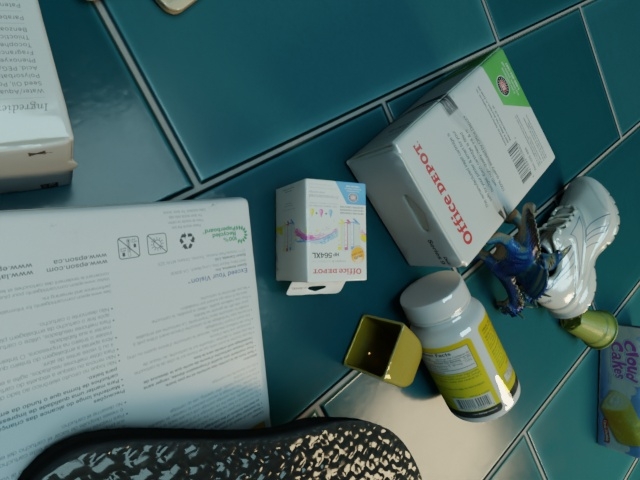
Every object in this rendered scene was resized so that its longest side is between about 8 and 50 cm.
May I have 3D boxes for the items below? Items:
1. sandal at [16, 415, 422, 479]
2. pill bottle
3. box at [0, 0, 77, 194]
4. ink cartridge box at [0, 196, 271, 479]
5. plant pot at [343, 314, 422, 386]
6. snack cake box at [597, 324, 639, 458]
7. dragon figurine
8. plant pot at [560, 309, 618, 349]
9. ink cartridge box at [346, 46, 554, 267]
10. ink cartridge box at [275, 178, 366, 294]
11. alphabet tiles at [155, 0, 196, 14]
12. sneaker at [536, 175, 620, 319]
[{"bbox_3d":[-0.059,0.255,0.442,0.445,0.107,0.168,23,71,-33],"label":"sandal"},{"bbox_3d":[0.211,0.159,0.664,0.119,0.119,0.209,-35,105,-27],"label":"pill bottle"},{"bbox_3d":[-0.307,-0.102,0.341,0.181,0.181,0.119,-15,94,-30],"label":"box"},{"bbox_3d":[-0.194,0.131,0.406,0.324,0.071,0.331,-9,96,-48],"label":"ink cartridge box"},{"bbox_3d":[0.100,0.165,0.624,0.083,0.081,0.081,36,70,-33],"label":"plant pot"},{"bbox_3d":[0.698,0.323,0.954,0.152,0.089,0.265,8,83,-29],"label":"snack cake box"},{"bbox_3d":[0.334,0.032,0.690,0.144,0.289,0.085,40,69,16],"label":"dragon figurine"},{"bbox_3d":[0.539,0.171,0.884,0.079,0.083,0.083,20,77,-15],"label":"plant pot"},{"bbox_3d":[0.210,-0.126,0.677,0.289,0.121,0.211,-42,108,-25],"label":"ink cartridge box"},{"bbox_3d":[0.000,0.000,0.566,0.092,0.089,0.143,0,86,-30],"label":"ink cartridge box"},{"bbox_3d":[-0.229,-0.413,0.497,0.284,0.021,0.278,46,67,-20],"label":"alphabet tiles"},{"bbox_3d":[0.481,-0.003,0.841,0.129,0.111,0.297,28,73,-20],"label":"sneaker"}]
